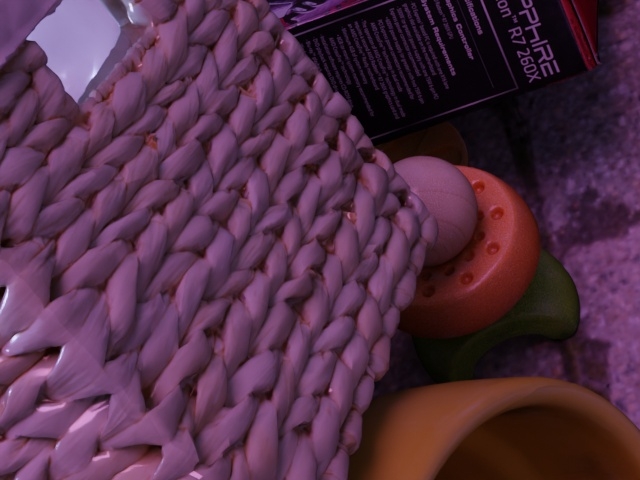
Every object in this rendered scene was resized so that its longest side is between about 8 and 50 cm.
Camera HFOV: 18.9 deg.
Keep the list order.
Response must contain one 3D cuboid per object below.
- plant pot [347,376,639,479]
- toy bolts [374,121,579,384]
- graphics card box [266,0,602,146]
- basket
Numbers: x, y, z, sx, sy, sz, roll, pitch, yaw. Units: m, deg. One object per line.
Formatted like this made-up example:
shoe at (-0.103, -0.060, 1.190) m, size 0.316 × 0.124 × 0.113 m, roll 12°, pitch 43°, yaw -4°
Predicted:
plant pot at (0.022, 0.199, 0.931) m, size 0.239 × 0.254 × 0.254 m, roll -10°, pitch 54°, yaw 42°
toy bolts at (0.000, 0.000, 1.113) m, size 0.228 × 0.158 × 0.218 m, roll -30°, pitch 50°, yaw 7°
graphics card box at (-0.015, -0.121, 1.186) m, size 0.371 × 0.094 × 0.233 m, roll -19°, pitch 22°, yaw 17°
basket at (-0.155, 0.039, 0.887) m, size 0.331 × 0.266 × 0.328 m, roll -37°, pitch 14°, yaw 29°
